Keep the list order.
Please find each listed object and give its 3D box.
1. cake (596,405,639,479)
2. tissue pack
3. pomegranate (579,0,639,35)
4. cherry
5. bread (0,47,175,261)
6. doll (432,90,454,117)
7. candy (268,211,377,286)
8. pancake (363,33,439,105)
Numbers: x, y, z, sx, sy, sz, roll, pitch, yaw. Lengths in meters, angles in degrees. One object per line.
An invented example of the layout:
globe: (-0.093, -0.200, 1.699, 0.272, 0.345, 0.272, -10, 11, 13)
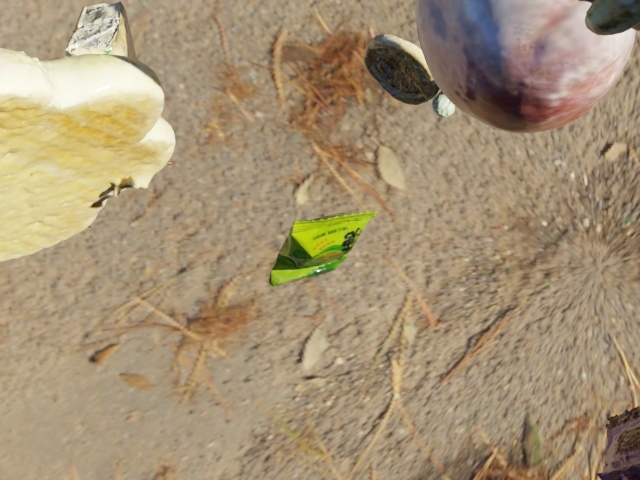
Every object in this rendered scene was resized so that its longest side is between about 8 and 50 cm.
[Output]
cake: (0.423, 0.201, 1.094, 0.113, 0.116, 0.295, 44, 138, -6)
tissue pack: (-0.340, -0.249, 1.730, 0.090, 0.186, 0.222, -4, 127, 0)
pomegranate: (0.195, -0.170, 0.468, 0.202, 0.248, 0.202, 5, 72, -15)
cherry: (0.270, -0.306, 1.398, 0.291, 0.335, 0.326, -10, 86, 4)
bread: (-0.241, -0.033, 0.674, 0.316, 0.316, 0.054, -26, 77, 12)
doll: (0.261, -0.272, 1.746, 0.214, 0.103, 0.071, -38, 99, -9)
candy: (0.000, 0.000, 1.723, 0.149, 0.246, 0.069, -17, 77, -19)
pancake: (0.133, -0.280, 1.779, 0.151, 0.151, 0.025, 29, 66, 13)
